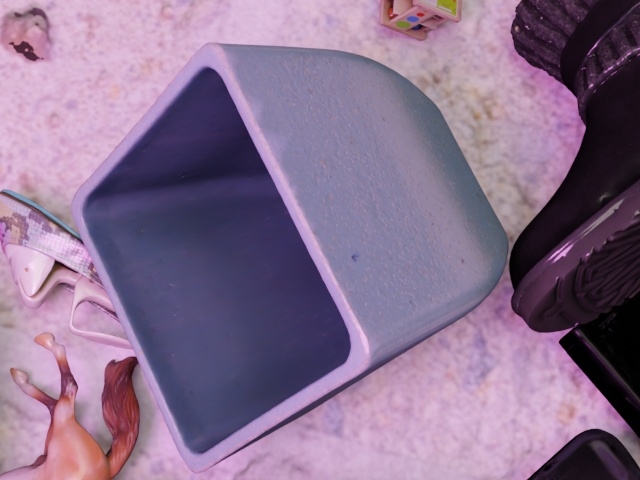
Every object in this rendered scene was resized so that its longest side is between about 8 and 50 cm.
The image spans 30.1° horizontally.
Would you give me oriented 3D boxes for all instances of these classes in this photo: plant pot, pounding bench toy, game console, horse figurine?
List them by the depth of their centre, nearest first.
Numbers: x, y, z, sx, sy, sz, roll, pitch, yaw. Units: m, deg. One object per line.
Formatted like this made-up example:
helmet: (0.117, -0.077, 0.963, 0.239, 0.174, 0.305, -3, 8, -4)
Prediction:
plant pot: (0.000, 0.000, 0.944, 0.252, 0.247, 0.248, -15, 74, -43)
horse figurine: (-0.250, 0.191, 0.972, 0.263, 0.066, 0.174, -30, 72, -8)
game console: (0.238, 0.185, 0.975, 0.361, 0.044, 0.213, -34, 79, -28)
pounding bench toy: (0.078, -0.227, 1.095, 0.083, 0.065, 0.052, 15, 71, -32)

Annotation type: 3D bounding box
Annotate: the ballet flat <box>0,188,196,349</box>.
ballet flat: (-0.202, 0.038, 1.010, 0.221, 0.077, 0.079, 30, 68, 0)

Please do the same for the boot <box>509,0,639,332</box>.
boot: (0.235, -0.110, 1.023, 0.348, 0.131, 0.260, -43, 56, -2)
